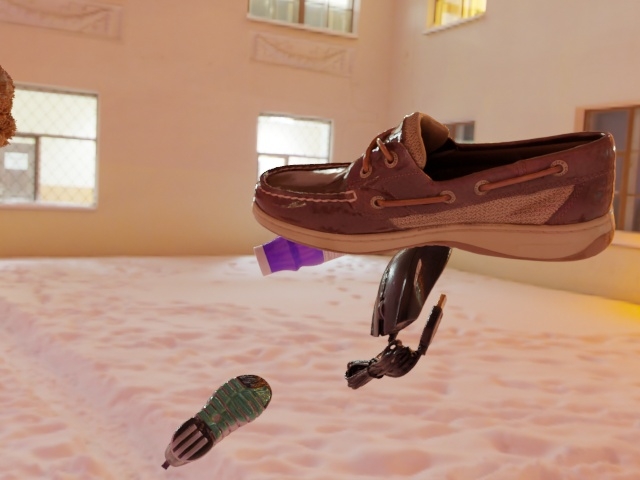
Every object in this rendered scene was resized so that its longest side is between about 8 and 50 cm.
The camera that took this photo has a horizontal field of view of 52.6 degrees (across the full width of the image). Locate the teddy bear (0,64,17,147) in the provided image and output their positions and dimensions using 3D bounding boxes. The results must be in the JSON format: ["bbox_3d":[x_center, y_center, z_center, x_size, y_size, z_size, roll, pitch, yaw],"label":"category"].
[{"bbox_3d":[-0.536,-0.141,0.794,0.113,0.338,0.245,-23,-54,34],"label":"teddy bear"}]

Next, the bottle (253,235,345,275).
[{"bbox_3d":[0.000,0.000,1.383,0.283,0.092,0.118,-19,-18,-5],"label":"bottle"}]

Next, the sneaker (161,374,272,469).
[{"bbox_3d":[-0.183,0.311,1.125,0.224,0.083,0.098,-26,-15,-46],"label":"sneaker"}]

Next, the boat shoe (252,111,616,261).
[{"bbox_3d":[0.090,-0.062,0.600,0.342,0.123,0.123,6,32,24],"label":"boat shoe"}]

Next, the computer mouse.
[{"bbox_3d":[0.115,0.072,0.862,0.060,0.262,0.184,38,-25,-8],"label":"computer mouse"}]
